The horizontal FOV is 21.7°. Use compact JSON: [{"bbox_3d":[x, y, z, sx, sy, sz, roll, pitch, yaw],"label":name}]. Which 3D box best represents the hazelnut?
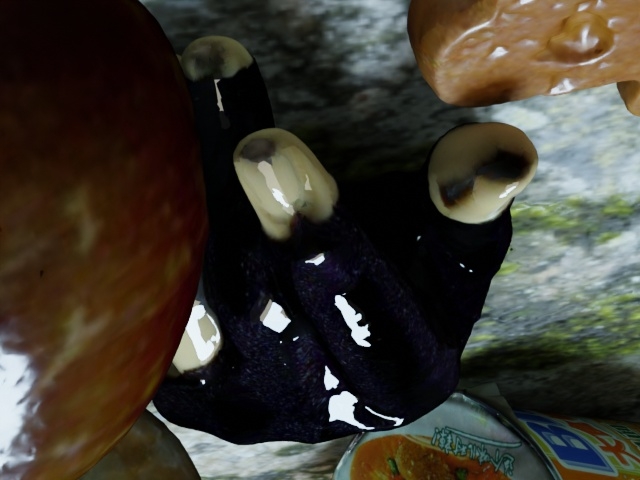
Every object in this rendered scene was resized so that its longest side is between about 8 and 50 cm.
[{"bbox_3d":[-0.158,-0.003,0.595,0.218,0.218,0.234,2,126,-15],"label":"hazelnut"}]

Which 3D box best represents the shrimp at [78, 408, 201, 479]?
[{"bbox_3d":[-0.179,0.086,0.715,0.296,0.169,0.058,38,141,-1],"label":"shrimp"}]

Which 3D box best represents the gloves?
[{"bbox_3d":[0.003,0.008,0.729,0.197,0.152,0.301,-18,151,6],"label":"gloves"}]

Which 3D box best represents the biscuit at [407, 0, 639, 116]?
[{"bbox_3d":[0.186,-0.114,0.628,0.306,0.043,0.284,12,148,-36],"label":"biscuit"}]

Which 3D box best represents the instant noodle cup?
[{"bbox_3d":[0.157,0.241,1.110,0.214,0.296,0.296,3,154,-36],"label":"instant noodle cup"}]
